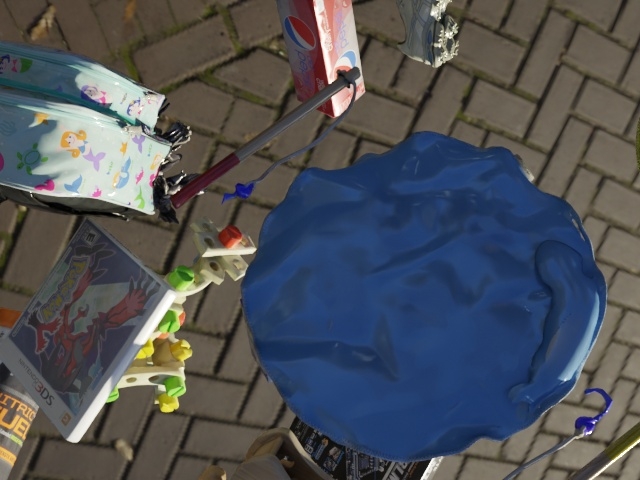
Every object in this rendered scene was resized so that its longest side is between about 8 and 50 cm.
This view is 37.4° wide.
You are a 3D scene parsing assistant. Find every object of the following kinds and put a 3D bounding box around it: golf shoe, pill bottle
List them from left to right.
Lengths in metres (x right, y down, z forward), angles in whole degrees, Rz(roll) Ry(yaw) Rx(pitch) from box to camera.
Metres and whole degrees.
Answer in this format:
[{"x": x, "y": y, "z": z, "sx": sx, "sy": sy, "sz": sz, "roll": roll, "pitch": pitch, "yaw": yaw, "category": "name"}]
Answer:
[{"x": -0.435, "y": 0.212, "z": 1.224, "sx": 0.130, "sy": 0.130, "sz": 0.246, "roll": 36, "pitch": 59, "yaw": -32, "category": "pill bottle"}, {"x": 0.130, "y": -0.311, "z": 1.199, "sx": 0.069, "sy": 0.086, "sz": 0.176, "roll": -28, "pitch": 128, "yaw": -47, "category": "golf shoe"}]

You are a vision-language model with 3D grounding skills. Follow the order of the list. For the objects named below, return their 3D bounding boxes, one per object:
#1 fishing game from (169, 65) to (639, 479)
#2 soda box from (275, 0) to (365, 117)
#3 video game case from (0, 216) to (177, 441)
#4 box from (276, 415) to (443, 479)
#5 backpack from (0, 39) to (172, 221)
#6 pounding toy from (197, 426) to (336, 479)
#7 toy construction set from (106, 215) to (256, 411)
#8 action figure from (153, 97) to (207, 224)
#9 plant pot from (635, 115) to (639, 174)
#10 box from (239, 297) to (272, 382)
[{"x": 0.052, "y": 0.025, "z": 0.500, "sx": 0.189, "sy": 0.264, "sz": 0.041, "roll": -39, "pitch": 157, "yaw": -13, "category": "fishing game"}, {"x": 0.000, "y": -0.324, "z": 1.520, "sx": 0.083, "sy": 0.092, "sz": 0.263, "roll": -47, "pitch": 149, "yaw": -23, "category": "soda box"}, {"x": -0.273, "y": 0.096, "z": 1.084, "sx": 0.201, "sy": 0.183, "sz": 0.023, "roll": -56, "pitch": 142, "yaw": 1, "category": "video game case"}, {"x": 0.079, "y": 0.409, "z": 1.857, "sx": 0.073, "sy": 0.293, "sz": 0.296, "roll": 11, "pitch": 108, "yaw": -61, "category": "box"}, {"x": -0.306, "y": -0.119, "z": 1.056, "sx": 0.253, "sy": 0.225, "sz": 0.191, "roll": -8, "pitch": 112, "yaw": -69, "category": "backpack"}, {"x": -0.024, "y": 0.311, "z": 1.195, "sx": 0.269, "sy": 0.155, "sz": 0.154, "roll": 16, "pitch": 113, "yaw": 10, "category": "pounding toy"}, {"x": -0.224, "y": 0.112, "z": 1.340, "sx": 0.215, "sy": 0.151, "sz": 0.328, "roll": 16, "pitch": 119, "yaw": -39, "category": "toy construction set"}, {"x": -0.275, "y": -0.136, "z": 1.716, "sx": 0.141, "sy": 0.164, "sz": 0.276, "roll": -26, "pitch": 162, "yaw": -15, "category": "action figure"}, {"x": 0.490, "y": -0.125, "z": 1.008, "sx": 0.276, "sy": 0.276, "sz": 0.254, "roll": -53, "pitch": 166, "yaw": 6, "category": "plant pot"}, {"x": -0.098, "y": 0.184, "z": 1.842, "sx": 0.072, "sy": 0.126, "sz": 0.137, "roll": -16, "pitch": 114, "yaw": -14, "category": "box"}]
